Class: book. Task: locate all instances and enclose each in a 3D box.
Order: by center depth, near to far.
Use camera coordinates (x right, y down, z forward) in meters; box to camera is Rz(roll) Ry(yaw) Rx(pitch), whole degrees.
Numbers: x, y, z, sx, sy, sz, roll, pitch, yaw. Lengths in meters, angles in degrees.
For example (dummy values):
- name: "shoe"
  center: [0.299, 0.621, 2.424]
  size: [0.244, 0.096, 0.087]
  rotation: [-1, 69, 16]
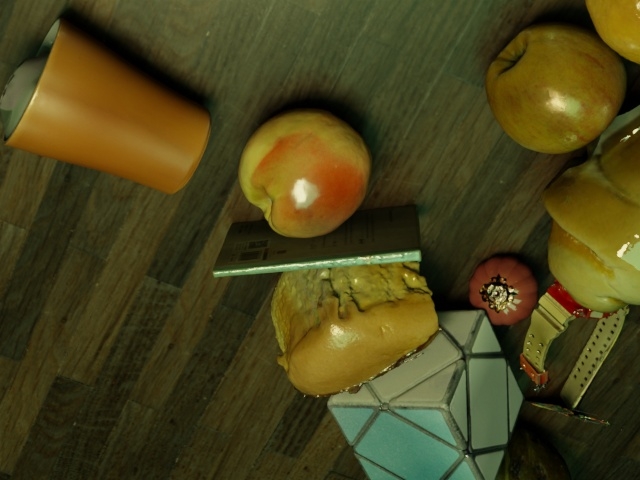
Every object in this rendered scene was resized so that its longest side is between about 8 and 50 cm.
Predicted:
- name: "book"
  center: [0.000, 0.000, 1.584]
  size: [0.283, 0.215, 0.025]
  rotation: [-4, 108, 6]

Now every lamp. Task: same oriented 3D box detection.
- name: "lamp"
  center: [0.276, 0.076, 1.695]
  size: [0.107, 0.092, 0.107]
  rotation: [1, 94, 21]

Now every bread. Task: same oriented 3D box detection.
- name: "bread"
  center: [0.428, -0.067, 1.488]
  size: [0.341, 0.300, 0.210]
  rotation: [-38, 110, 25]
- name: "bread"
  center: [0.033, 0.110, 1.641]
  size: [0.262, 0.204, 0.162]
  rotation: [-32, 144, 17]

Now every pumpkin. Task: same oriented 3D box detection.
- name: "pumpkin"
  center: [0.297, 0.427, 1.836]
  size: [0.232, 0.242, 0.325]
  rotation: [-19, 125, 22]

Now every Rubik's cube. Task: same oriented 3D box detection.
- name: "Rubik's cube"
  center: [0.164, 0.244, 1.703]
  size: [0.205, 0.207, 0.205]
  rotation: [-4, 127, 34]

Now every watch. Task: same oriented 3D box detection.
- name: "watch"
  center: [0.382, 0.166, 1.734]
  size: [0.165, 0.102, 0.268]
  rotation: [-6, 128, -33]

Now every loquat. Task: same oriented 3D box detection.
- name: "loquat"
  center: [0.412, -0.330, 1.379]
  size: [0.176, 0.187, 0.234]
  rotation: [-1, 93, 14]

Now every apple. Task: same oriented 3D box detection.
- name: "apple"
  center: [0.304, -0.202, 1.469]
  size: [0.155, 0.182, 0.182]
  rotation: [40, 115, -12]

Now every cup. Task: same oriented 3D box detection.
- name: "cup"
  center: [-0.300, -0.163, 1.522]
  size: [0.264, 0.182, 0.226]
  rotation: [24, 153, -22]

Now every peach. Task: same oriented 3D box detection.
- name: "peach"
  center: [-0.017, -0.095, 1.543]
  size: [0.184, 0.184, 0.184]
  rotation: [0, 123, 0]

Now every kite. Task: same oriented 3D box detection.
- name: "kite"
  center: [0.398, 0.281, 1.823]
  size: [0.160, 0.010, 0.183]
  rotation: [11, 169, 31]
